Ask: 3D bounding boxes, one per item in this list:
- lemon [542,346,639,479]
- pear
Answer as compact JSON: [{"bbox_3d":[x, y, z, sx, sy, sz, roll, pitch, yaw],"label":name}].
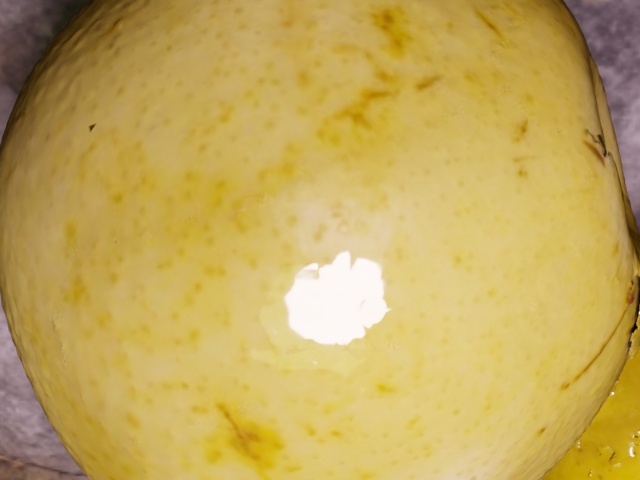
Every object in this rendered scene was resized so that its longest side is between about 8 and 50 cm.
[{"bbox_3d":[0.214,0.115,0.897,0.204,0.204,0.260,-25,124,16],"label":"lemon"},{"bbox_3d":[0.000,0.000,0.750,0.348,0.348,0.348,1,123,1],"label":"pear"}]
